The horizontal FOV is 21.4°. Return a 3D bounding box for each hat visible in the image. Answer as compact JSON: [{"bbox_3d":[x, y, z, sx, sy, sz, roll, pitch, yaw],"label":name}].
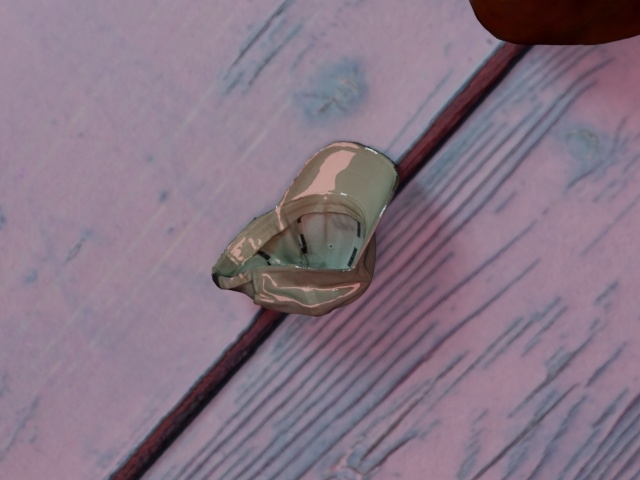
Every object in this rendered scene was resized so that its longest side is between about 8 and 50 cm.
[{"bbox_3d":[0.000,-0.005,1.384,0.122,0.081,0.166,36,98,35],"label":"hat"}]

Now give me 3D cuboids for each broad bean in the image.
[{"bbox_3d":[0.213,-0.223,1.238,0.228,0.122,0.156,-18,105,17],"label":"broad bean"}]
